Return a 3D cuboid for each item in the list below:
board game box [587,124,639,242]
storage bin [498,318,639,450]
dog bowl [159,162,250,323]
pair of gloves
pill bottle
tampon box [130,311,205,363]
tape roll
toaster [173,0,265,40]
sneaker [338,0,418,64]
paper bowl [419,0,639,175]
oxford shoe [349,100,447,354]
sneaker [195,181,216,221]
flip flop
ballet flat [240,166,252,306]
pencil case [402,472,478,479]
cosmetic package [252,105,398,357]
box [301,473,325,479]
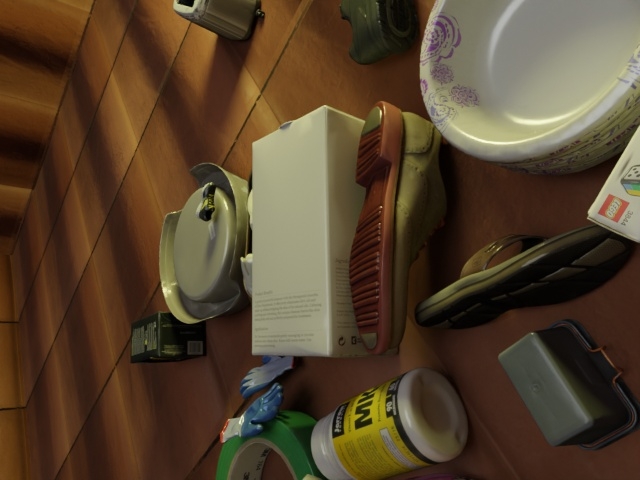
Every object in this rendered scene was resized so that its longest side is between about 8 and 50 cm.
[{"bbox_3d":[0.356,-0.130,0.430,0.053,0.192,0.306,41,115,45],"label":"board game box"},{"bbox_3d":[0.263,0.153,0.568,0.098,0.091,0.135,-49,51,32],"label":"storage bin"},{"bbox_3d":[-0.236,0.009,1.172,0.348,0.102,0.349,-10,76,48],"label":"dog bowl"},{"bbox_3d":[-0.109,0.273,0.961,0.159,0.023,0.198,-35,21,29],"label":"pair of gloves"},{"bbox_3d":[0.087,0.264,0.733,0.208,0.119,0.119,-38,56,39],"label":"pill bottle"},{"bbox_3d":[-0.366,0.236,1.269,0.161,0.120,0.102,-22,66,46],"label":"tampon box"},{"bbox_3d":[-0.071,0.463,0.918,0.321,0.077,0.322,-12,73,48],"label":"tape roll"},{"bbox_3d":[-0.246,-0.557,1.249,0.227,0.146,0.129,39,114,45],"label":"toaster"},{"bbox_3d":[0.082,-0.430,0.879,0.130,0.108,0.287,-13,72,54],"label":"sneaker"},{"bbox_3d":[0.262,-0.214,0.590,0.284,0.148,0.285,-10,76,48],"label":"paper bowl"},{"bbox_3d":[0.119,-0.018,0.723,0.123,0.130,0.349,154,124,-70],"label":"oxford shoe"},{"bbox_3d":[-0.225,-0.077,1.078,0.035,0.031,0.083,32,113,33],"label":"sneaker"},{"bbox_3d":[0.223,0.039,0.639,0.277,0.112,0.080,-36,43,47],"label":"flip flop"},{"bbox_3d":[-0.097,0.001,0.981,0.116,0.124,0.343,-2,78,17],"label":"ballet flat"},{"bbox_3d":[0.139,0.482,0.607,0.167,0.159,0.387,-168,87,-74],"label":"pencil case"},{"bbox_3d":[0.000,0.000,0.855,0.196,0.155,0.366,-11,75,48],"label":"cosmetic package"},{"bbox_3d":[0.046,0.432,0.742,0.186,0.038,0.145,13,91,19],"label":"box"}]
